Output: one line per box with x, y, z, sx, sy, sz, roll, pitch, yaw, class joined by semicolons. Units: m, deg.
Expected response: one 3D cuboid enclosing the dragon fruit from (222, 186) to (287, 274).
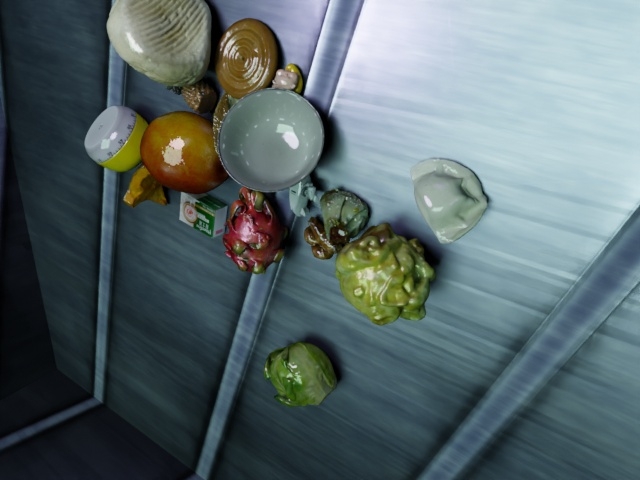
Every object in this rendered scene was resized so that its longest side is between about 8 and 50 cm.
-0.250;-0.031;1.606;0.307;0.243;0.227;56;167;-3;dragon fruit

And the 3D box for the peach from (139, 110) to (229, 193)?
-0.480;-0.314;1.618;0.332;0.308;0.308;28;123;8;peach

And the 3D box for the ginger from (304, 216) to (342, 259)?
0.000;0.000;1.554;0.103;0.073;0.162;-47;74;24;ginger

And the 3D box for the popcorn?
0.200;0.105;1.337;0.311;0.312;0.313;13;116;29;popcorn

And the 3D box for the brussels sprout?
-0.083;0.523;1.731;0.294;0.227;0.260;34;139;9;brussels sprout

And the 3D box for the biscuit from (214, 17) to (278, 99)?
-0.252;-0.598;1.460;0.261;0.037;0.262;4;98;30;biscuit

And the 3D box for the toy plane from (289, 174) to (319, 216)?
-0.066;-0.165;1.523;0.174;0.080;0.174;22;119;47;toy plane

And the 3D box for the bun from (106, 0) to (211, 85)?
-0.522;-0.674;1.470;0.352;0.349;0.227;42;149;-14;bun

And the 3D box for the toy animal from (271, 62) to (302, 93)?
-0.115;-0.516;1.409;0.114;0.082;0.092;21;118;26;toy animal

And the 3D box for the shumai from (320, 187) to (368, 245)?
0.049;-0.071;1.445;0.183;0.142;0.184;12;117;26;shumai

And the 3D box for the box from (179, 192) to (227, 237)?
-0.483;-0.115;1.826;0.198;0.081;0.135;28;122;24;box

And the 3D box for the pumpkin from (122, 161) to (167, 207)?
-0.694;-0.232;1.813;0.095;0.258;0.290;33;121;1;pumpkin

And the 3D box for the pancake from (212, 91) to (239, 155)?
-0.272;-0.364;1.540;0.054;0.197;0.377;150;115;-78;pancake

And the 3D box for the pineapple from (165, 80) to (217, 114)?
-0.508;-0.577;1.628;0.277;0.119;0.130;43;146;11;pineapple

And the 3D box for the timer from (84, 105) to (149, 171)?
-0.799;-0.394;1.848;0.284;0.285;0.286;13;116;29;timer

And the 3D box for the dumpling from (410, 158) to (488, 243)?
0.359;-0.125;1.243;0.179;0.131;0.252;-30;69;19;dumpling

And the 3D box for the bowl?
-0.150;-0.302;1.437;0.336;0.157;0.338;-1;82;5;bowl
